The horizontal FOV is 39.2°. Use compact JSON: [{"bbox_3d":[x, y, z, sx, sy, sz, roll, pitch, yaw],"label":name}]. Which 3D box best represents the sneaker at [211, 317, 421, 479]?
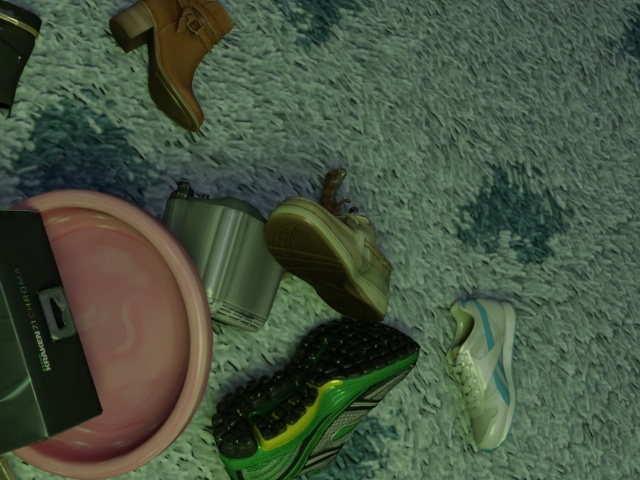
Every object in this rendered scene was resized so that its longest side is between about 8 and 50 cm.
[{"bbox_3d":[0.001,0.221,1.222,0.343,0.134,0.146,-28,128,-32],"label":"sneaker"}]

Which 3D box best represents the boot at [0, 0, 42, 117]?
[{"bbox_3d":[-0.464,-0.247,1.126,0.197,0.077,0.137,14,79,-19],"label":"boot"}]

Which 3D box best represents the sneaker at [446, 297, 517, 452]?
[{"bbox_3d":[0.235,0.198,1.336,0.092,0.087,0.229,8,69,-15],"label":"sneaker"}]

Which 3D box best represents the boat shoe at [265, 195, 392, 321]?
[{"bbox_3d":[0.022,0.010,1.172,0.302,0.109,0.098,48,55,-54],"label":"boat shoe"}]

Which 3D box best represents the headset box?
[{"bbox_3d":[-0.401,0.118,0.968,0.283,0.131,0.246,-20,86,11],"label":"headset box"}]

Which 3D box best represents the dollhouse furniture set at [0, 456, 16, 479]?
[{"bbox_3d":[-0.433,0.355,1.010,0.183,0.129,0.129,-28,92,-55],"label":"dollhouse furniture set"}]

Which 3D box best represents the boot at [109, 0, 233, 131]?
[{"bbox_3d":[-0.179,-0.262,1.251,0.152,0.073,0.197,-35,97,-29],"label":"boot"}]

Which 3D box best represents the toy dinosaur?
[{"bbox_3d":[0.000,0.000,1.293,0.112,0.064,0.211,24,75,12],"label":"toy dinosaur"}]

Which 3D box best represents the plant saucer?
[{"bbox_3d":[-0.270,0.106,1.051,0.332,0.084,0.332,1,92,17],"label":"plant saucer"}]

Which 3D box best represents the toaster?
[{"bbox_3d":[-0.130,0.029,1.144,0.129,0.227,0.146,9,78,22],"label":"toaster"}]
